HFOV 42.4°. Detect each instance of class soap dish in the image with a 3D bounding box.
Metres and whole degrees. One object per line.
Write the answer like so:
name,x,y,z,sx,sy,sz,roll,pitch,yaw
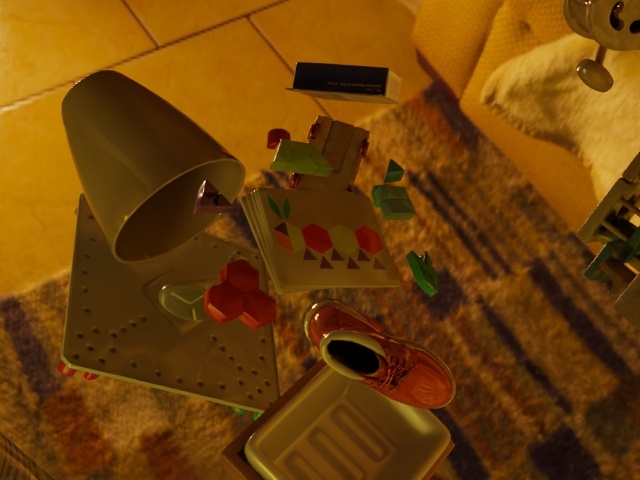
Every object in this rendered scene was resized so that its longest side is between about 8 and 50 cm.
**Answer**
soap dish,0.025,0.302,1.158,0.229,0.118,0.291,43,45,10

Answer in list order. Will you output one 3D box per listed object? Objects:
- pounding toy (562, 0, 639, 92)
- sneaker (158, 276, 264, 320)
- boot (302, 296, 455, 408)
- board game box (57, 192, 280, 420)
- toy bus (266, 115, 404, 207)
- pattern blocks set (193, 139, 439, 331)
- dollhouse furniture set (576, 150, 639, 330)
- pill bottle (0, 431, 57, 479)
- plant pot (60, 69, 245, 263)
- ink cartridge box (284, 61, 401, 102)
pounding toy,0.433,-0.364,1.213,0.154,0.269,0.155,19,20,-27
sneaker,-0.154,0.077,1.152,0.152,0.053,0.061,4,20,-28
boot,0.057,0.112,0.722,0.158,0.084,0.059,30,95,-14
board game box,-0.264,0.118,1.478,0.390,0.050,0.389,20,39,-28
toy bus,0.010,-0.097,1.317,0.202,0.104,0.191,-22,65,-21
pattern blocks set,0.000,0.000,0.994,0.325,0.026,0.285,10,53,-29
dollhouse furniture set,0.269,-0.018,0.624,0.184,0.129,0.129,4,34,-52
pill bottle,-0.190,0.073,0.271,0.215,0.117,0.117,52,57,-24
plant pot,-0.307,-0.146,1.386,0.257,0.256,0.274,-31,73,-24
ink cartridge box,0.055,-0.305,1.616,0.176,0.371,0.069,6,100,9
